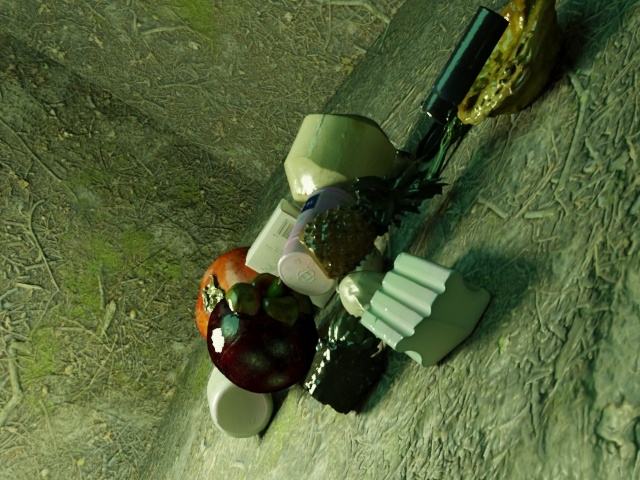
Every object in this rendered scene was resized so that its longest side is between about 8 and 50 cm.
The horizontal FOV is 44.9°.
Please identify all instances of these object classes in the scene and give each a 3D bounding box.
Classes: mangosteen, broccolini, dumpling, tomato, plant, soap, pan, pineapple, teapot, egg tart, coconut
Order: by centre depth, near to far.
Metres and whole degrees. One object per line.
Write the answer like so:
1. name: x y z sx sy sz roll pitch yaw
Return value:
1. soap: 0.186 0.127 1.432 0.173 0.095 0.289 -59 13 -2
2. plant: 0.054 0.249 1.592 0.195 0.129 0.132 -64 15 -3
3. egg tart: 0.407 -0.374 1.634 0.341 0.129 0.341 -55 15 23
4. dumpling: 0.114 0.116 1.697 0.199 0.136 0.119 -128 26 -70
5. pineapple: 0.119 -0.073 1.738 0.364 0.165 0.165 -41 13 -3
6. broccolini: 0.293 -0.202 1.887 0.239 0.051 0.054 -64 29 9
7. teapot: 0.099 0.073 1.890 0.145 0.092 0.226 -49 15 29
8. mangosteen: -0.137 0.238 1.978 0.300 0.300 0.300 -55 14 20
9. pan: 0.315 -0.282 1.994 0.136 0.028 0.235 -66 11 -24
10. coconut: 0.059 -0.214 2.126 0.323 0.322 0.323 -55 14 20
11. tomato: -0.204 0.181 2.289 0.325 0.289 0.293 45 115 44

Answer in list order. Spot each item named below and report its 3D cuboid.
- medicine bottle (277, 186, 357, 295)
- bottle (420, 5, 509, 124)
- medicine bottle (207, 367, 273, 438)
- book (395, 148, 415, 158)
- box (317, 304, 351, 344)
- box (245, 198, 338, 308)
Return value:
1. medicine bottle: 0.000 0.000 1.931 0.152 0.152 0.254 -47 15 43
2. bottle: 0.298 -0.357 1.601 0.072 0.082 0.245 6 -60 -56
3. medicine bottle: -0.232 0.430 2.172 0.170 0.170 0.293 -60 14 0
4. book: 0.167 -0.131 2.222 0.290 0.026 0.201 -58 14 6
5. box: 0.034 0.263 1.844 0.129 0.033 0.247 -54 14 25
6. box: -0.049 0.037 2.152 0.195 0.260 0.111 -55 14 17
